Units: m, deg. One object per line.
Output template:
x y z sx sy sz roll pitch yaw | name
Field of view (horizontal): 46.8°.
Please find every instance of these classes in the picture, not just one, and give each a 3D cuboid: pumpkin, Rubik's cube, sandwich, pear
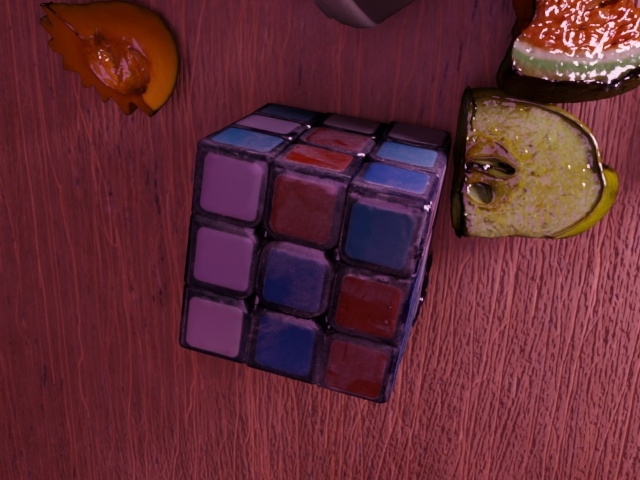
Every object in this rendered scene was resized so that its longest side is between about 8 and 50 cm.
-0.356 -0.335 1.308 0.254 0.149 0.130 42 156 -9 | pumpkin
0.000 0.000 1.196 0.359 0.363 0.362 16 117 11 | Rubik's cube
0.346 -0.350 1.104 0.250 0.162 0.301 -11 92 -15 | sandwich
0.341 -0.126 1.184 0.255 0.164 0.238 1 100 7 | pear

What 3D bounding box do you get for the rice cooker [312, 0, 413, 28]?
0.094 -0.500 1.011 0.325 0.335 0.335 -29 101 22 | rice cooker
